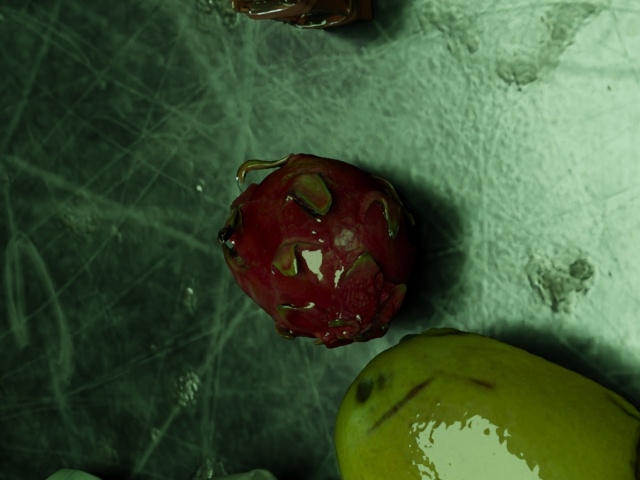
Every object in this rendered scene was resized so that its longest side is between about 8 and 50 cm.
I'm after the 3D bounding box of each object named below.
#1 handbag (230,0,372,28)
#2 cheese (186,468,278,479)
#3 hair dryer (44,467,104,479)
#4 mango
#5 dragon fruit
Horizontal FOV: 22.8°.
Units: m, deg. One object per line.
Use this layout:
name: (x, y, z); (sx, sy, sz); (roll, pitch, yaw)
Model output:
handbag: (-0.018, -0.246, 1.109); (0.062, 0.127, 0.190); (-5, 87, 29)
cheese: (-0.101, 0.267, 1.118); (0.189, 0.154, 0.198); (-4, 84, -7)
hair dryer: (-0.166, 0.314, 1.193); (0.237, 0.075, 0.206); (36, 64, 1)
mango: (0.133, 0.158, 1.033); (0.262, 0.130, 0.167); (18, 90, 18)
dragon fruit: (0.000, 0.000, 1.108); (0.133, 0.136, 0.166); (-41, 41, -9)
